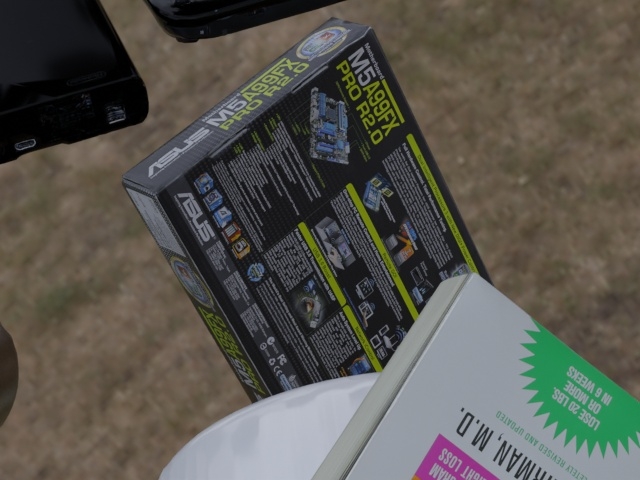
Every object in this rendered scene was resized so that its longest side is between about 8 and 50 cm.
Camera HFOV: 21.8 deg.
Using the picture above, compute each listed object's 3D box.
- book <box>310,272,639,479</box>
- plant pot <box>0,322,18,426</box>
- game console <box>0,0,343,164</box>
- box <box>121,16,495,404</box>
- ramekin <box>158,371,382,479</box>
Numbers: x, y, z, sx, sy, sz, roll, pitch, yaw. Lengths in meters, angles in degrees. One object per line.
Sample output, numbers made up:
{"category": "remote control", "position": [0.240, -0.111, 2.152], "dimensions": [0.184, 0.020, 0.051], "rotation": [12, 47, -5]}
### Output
{"category": "book", "position": [0.037, 0.095, 0.462], "dimensions": [0.144, 0.096, 0.035], "rotation": [-56, 11, -19]}
{"category": "plant pot", "position": [-0.287, 0.101, 1.088], "dimensions": [0.167, 0.167, 0.165], "rotation": [-26, 2, 18]}
{"category": "game console", "position": [-0.098, -0.164, 1.053], "dimensions": [0.361, 0.044, 0.213], "rotation": [-18, 45, -15]}
{"category": "box", "position": [0.000, 0.000, 1.283], "dimensions": [0.216, 0.270, 0.060], "rotation": [-40, 32, -19]}
{"category": "ramekin", "position": [0.036, 0.182, 0.905], "dimensions": [0.277, 0.277, 0.135], "rotation": [-23, 56, 22]}
